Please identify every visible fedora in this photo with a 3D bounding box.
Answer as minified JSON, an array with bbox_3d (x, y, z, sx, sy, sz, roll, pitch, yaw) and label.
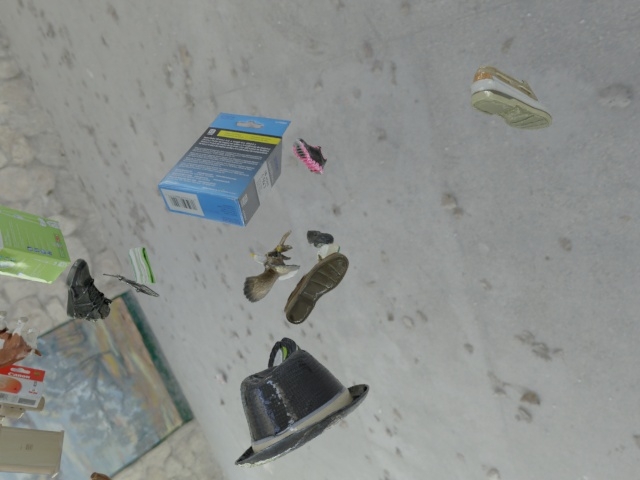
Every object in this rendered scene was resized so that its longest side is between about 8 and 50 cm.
[{"bbox_3d":[-0.060,0.318,1.034,0.152,0.334,0.334,62,150,9],"label":"fedora"}]

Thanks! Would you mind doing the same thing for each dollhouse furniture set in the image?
[{"bbox_3d":[-1.005,0.699,1.656,0.303,0.198,0.286,-44,41,27],"label":"dollhouse furniture set"}]

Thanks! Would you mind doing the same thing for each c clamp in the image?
[{"bbox_3d":[-0.603,0.145,1.644,0.137,0.022,0.161,9,156,22],"label":"c clamp"}]

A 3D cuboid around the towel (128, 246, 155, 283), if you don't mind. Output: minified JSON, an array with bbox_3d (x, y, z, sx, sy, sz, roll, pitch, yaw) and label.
[{"bbox_3d":[-0.523,0.075,1.468,0.152,0.023,0.113,-6,102,57],"label":"towel"}]

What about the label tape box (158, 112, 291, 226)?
[{"bbox_3d":[-0.241,-0.202,1.376,0.240,0.334,0.106,12,140,20],"label":"label tape box"}]

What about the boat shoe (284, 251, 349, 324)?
[{"bbox_3d":[-0.026,0.149,1.773,0.111,0.307,0.104,38,-169,-22],"label":"boat shoe"}]

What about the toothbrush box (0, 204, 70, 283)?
[{"bbox_3d":[-0.998,0.007,1.649,0.283,0.122,0.206,26,-156,-56],"label":"toothbrush box"}]

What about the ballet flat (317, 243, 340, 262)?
[{"bbox_3d":[0.028,0.061,2.227,0.086,0.086,0.248,56,167,7],"label":"ballet flat"}]

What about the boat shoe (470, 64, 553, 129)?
[{"bbox_3d":[0.514,-0.373,1.328,0.113,0.302,0.103,-6,77,51],"label":"boat shoe"}]

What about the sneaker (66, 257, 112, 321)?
[{"bbox_3d":[-0.687,0.156,1.513,0.130,0.087,0.227,17,121,0],"label":"sneaker"}]

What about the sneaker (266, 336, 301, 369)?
[{"bbox_3d":[-0.139,0.482,1.709,0.111,0.300,0.121,24,172,35],"label":"sneaker"}]

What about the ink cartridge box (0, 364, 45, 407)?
[{"bbox_3d":[-0.905,0.417,1.512,0.045,0.145,0.179,-62,28,14],"label":"ink cartridge box"}]

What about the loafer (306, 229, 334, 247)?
[{"bbox_3d":[0.000,0.000,2.463,0.223,0.076,0.078,17,107,61],"label":"loafer"}]

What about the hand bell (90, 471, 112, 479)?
[{"bbox_3d":[-0.578,0.723,1.440,0.126,0.126,0.242,24,148,45],"label":"hand bell"}]

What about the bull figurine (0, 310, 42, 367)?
[{"bbox_3d":[-0.926,0.302,1.426,0.101,0.310,0.188,29,118,19],"label":"bull figurine"}]

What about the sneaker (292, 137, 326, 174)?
[{"bbox_3d":[-0.022,-0.214,1.227,0.047,0.057,0.119,15,158,40],"label":"sneaker"}]

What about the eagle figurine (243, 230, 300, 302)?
[{"bbox_3d":[-0.198,0.120,2.092,0.298,0.225,0.226,-97,9,-61],"label":"eagle figurine"}]
